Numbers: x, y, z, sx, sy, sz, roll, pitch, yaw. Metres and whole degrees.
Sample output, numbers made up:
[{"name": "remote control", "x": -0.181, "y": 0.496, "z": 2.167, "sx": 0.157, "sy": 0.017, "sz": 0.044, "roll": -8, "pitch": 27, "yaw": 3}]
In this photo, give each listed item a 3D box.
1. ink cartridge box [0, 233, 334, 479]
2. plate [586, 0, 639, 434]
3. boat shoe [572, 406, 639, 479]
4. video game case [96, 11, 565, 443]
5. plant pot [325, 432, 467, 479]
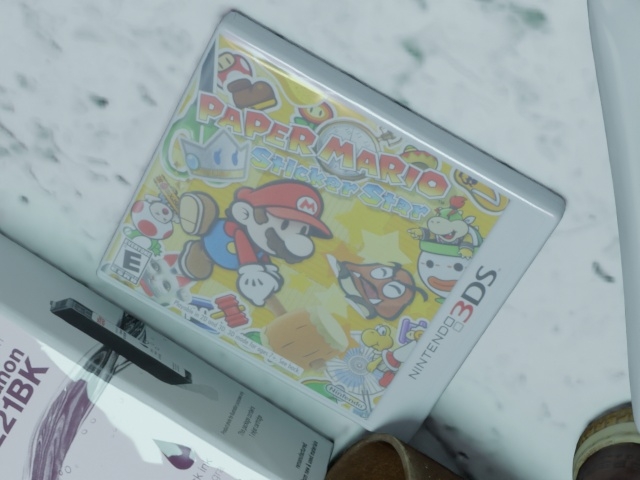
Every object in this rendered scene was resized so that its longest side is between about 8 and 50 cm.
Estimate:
[{"name": "ink cartridge box", "x": -0.159, "y": 0.151, "z": 1.154, "sx": 0.273, "sy": 0.114, "sz": 0.197, "roll": 32, "pitch": 104, "yaw": -2}, {"name": "plate", "x": 0.282, "y": -0.013, "z": 0.942, "sx": 0.277, "sy": 0.045, "sz": 0.278, "roll": -2, "pitch": 106, "yaw": 24}, {"name": "boat shoe", "x": 0.270, "y": 0.256, "z": 1.105, "sx": 0.123, "sy": 0.123, "sz": 0.342, "roll": -32, "pitch": 106, "yaw": 30}, {"name": "video game case", "x": 0.000, "y": 0.000, "z": 1.097, "sx": 0.227, "sy": 0.026, "sz": 0.206, "roll": 30, "pitch": 124, "yaw": -1}, {"name": "plant pot", "x": 0.100, "y": 0.262, "z": 1.132, "sx": 0.230, "sy": 0.215, "sz": 0.215, "roll": 24, "pitch": 125, "yaw": -15}]
